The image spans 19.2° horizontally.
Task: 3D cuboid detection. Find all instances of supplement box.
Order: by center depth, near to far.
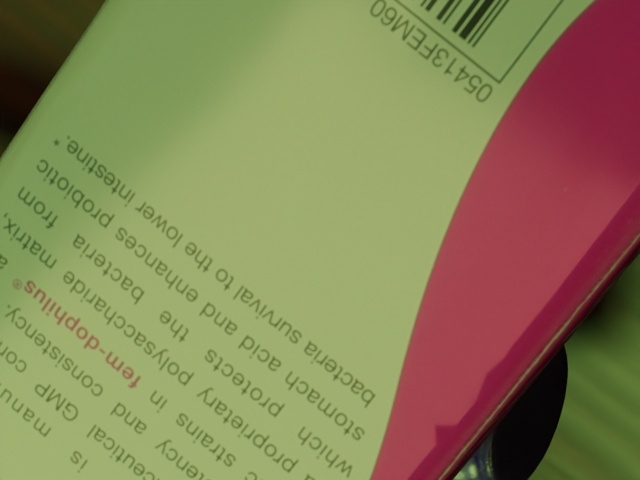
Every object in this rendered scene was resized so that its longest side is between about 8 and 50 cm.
[{"bbox_3d":[0.000,0.000,0.413,0.111,0.114,0.220,40,106,8],"label":"supplement box"}]

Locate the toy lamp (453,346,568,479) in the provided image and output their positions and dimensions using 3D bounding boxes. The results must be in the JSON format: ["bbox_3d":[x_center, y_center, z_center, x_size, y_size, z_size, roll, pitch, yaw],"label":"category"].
[{"bbox_3d":[-0.059,0.009,0.554,0.274,0.080,0.080,19,129,30],"label":"toy lamp"}]
